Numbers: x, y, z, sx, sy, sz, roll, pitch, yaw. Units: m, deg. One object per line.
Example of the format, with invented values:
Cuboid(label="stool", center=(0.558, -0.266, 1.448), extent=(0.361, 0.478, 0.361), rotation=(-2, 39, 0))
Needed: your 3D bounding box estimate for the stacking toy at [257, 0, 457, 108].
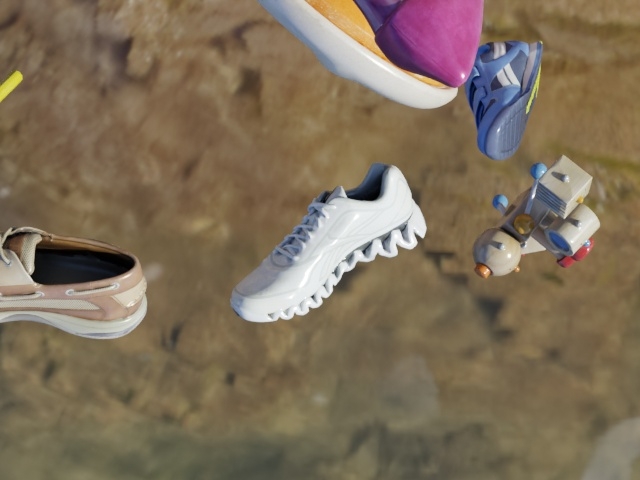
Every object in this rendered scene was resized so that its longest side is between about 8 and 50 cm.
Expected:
Cuboid(label="stacking toy", center=(0.140, -0.423, 1.531), extent=(0.350, 0.350, 0.480), rotation=(35, 110, -12))

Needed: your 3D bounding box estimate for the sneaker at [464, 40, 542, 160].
Cuboid(label="sneaker", center=(0.141, -0.114, 1.083), extent=(0.059, 0.144, 0.053), rotation=(13, 130, 12))

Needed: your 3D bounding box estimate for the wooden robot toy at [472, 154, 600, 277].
Cuboid(label="wooden robot toy", center=(0.151, 0.002, 0.987), extent=(0.076, 0.173, 0.079), rotation=(45, 74, 2))

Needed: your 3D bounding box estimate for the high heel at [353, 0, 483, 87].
Cuboid(label="high heel", center=(0.105, -0.174, 0.964), extent=(0.117, 0.244, 0.082), rotation=(49, 118, 7))

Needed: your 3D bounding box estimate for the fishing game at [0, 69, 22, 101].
Cuboid(label="fishing game", center=(-0.286, -0.060, 0.741), extent=(0.264, 0.189, 0.041), rotation=(6, 136, 30))

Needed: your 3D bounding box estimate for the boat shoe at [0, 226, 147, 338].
Cuboid(label="boat shoe", center=(-0.368, 0.031, 1.628), extent=(0.324, 0.123, 0.116), rotation=(6, 137, -10))

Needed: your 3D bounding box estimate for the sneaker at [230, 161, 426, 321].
Cuboid(label="sneaker", center=(0.000, 0.000, 1.740), extent=(0.292, 0.110, 0.118), rotation=(-33, 128, -20))
